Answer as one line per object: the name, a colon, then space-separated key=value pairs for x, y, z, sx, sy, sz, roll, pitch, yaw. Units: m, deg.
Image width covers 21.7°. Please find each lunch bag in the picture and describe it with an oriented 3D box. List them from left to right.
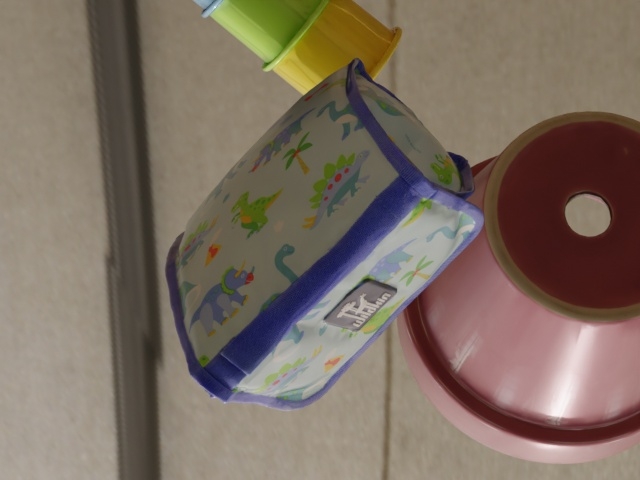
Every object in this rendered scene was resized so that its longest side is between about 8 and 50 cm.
lunch bag: x=0.000 y=0.000 z=0.728 sx=0.096 sy=0.151 sz=0.129 roll=42 pitch=-78 yaw=-6

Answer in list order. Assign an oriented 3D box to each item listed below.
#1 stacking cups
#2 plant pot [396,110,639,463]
stacking cups: x=-0.090 y=-0.218 z=1.264 sx=0.316 sy=0.096 sz=0.096 roll=37 pitch=-113 yaw=-8
plant pot: x=0.151 y=0.018 z=1.005 sx=0.201 sy=0.180 sz=0.201 roll=1 pitch=-111 yaw=-2
